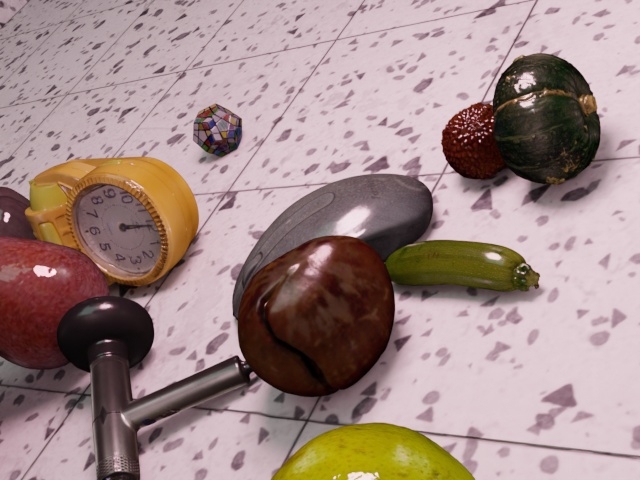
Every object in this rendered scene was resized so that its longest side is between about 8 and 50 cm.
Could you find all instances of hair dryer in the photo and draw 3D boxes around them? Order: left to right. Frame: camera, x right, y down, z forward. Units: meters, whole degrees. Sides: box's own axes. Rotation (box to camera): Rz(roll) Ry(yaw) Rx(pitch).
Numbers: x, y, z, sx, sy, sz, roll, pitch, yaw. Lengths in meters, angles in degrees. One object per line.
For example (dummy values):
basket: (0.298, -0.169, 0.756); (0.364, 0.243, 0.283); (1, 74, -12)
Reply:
hair dryer: (-0.239, 0.216, 1.545); (0.284, 0.156, 0.320); (-18, 43, -13)

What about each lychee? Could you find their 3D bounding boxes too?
lychee: (0.248, -0.155, 1.546); (0.123, 0.123, 0.129); (-41, -3, -11)

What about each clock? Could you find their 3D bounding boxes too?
clock: (-0.373, -0.042, 1.842); (0.317, 0.244, 0.200); (-5, 26, 32)

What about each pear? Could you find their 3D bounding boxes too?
pear: (0.039, 0.279, 1.155); (0.288, 0.139, 0.239); (-21, 26, 17)

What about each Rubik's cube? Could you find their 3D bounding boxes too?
Rubik's cube: (-0.214, -0.229, 2.077); (0.111, 0.111, 0.093); (-3, 16, 39)

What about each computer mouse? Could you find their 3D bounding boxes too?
computer mouse: (-0.002, -0.003, 1.569); (0.374, 0.114, 0.203); (-32, 33, 5)

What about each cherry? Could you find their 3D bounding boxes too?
cherry: (-0.500, 0.102, 1.717); (0.261, 0.307, 0.221); (-26, 39, 57)

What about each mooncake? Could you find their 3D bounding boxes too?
mooncake: (-0.692, 0.034, 2.065); (0.306, 0.154, 0.306); (-31, 33, 23)

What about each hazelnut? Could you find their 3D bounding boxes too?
hazelnut: (-0.015, 0.094, 1.368); (0.218, 0.218, 0.234); (11, 55, 48)

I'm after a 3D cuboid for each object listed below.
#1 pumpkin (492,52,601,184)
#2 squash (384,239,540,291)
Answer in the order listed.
pumpkin: (0.327, -0.175, 1.441); (0.146, 0.190, 0.190); (7, 49, 34)
squash: (0.191, 0.033, 1.393); (0.258, 0.069, 0.069); (1, 46, 42)
